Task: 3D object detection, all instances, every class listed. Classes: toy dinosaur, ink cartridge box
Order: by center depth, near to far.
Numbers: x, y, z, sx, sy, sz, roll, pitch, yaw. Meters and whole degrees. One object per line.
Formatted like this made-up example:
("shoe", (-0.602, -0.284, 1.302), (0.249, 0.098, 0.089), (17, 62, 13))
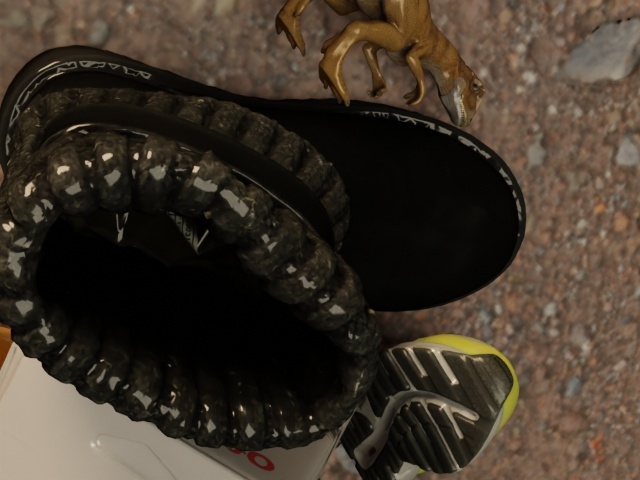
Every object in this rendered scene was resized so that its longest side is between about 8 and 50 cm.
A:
("ink cartridge box", (-0.070, 0.097, 0.574), (0.148, 0.203, 0.086), (29, 105, 7))
("toy dinosaur", (0.033, -0.141, 0.592), (0.112, 0.064, 0.211), (-36, 139, -8))

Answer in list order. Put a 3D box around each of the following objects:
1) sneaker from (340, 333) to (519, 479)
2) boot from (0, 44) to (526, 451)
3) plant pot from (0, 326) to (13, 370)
("sneaker", (0.080, 0.099, 0.683), (0.094, 0.208, 0.081), (-23, 78, -23))
("boot", (-0.002, 0.004, 0.559), (0.348, 0.260, 0.131), (8, 105, -22))
("plant pot", (-0.203, 0.183, 0.602), (0.205, 0.205, 0.188), (37, 110, -27))
